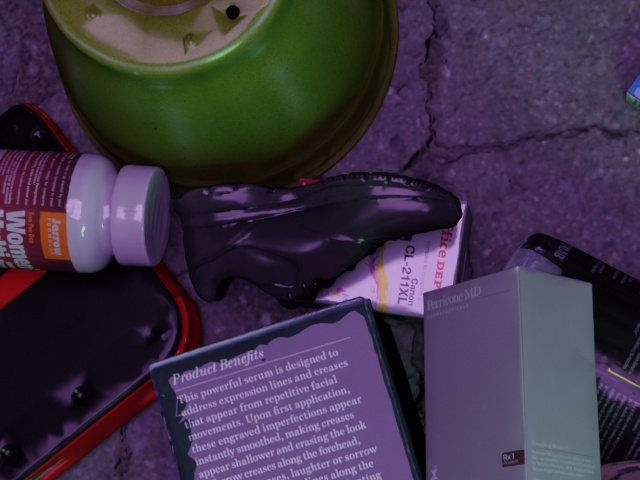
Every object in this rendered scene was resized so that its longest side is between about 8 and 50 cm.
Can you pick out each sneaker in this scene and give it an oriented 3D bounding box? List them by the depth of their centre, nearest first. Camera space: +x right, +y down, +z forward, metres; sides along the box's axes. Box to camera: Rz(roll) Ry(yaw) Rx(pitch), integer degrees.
[{"bbox_3d":[0.000,0.000,1.816,0.286,0.109,0.130,-6,87,17],"label":"sneaker"}]

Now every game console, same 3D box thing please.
[{"bbox_3d":[-0.353,0.094,1.940,0.386,0.060,0.342,-39,74,0],"label":"game console"}]

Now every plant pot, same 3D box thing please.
[{"bbox_3d":[-0.120,-0.241,1.799,0.367,0.353,0.366,-1,82,7],"label":"plant pot"}]

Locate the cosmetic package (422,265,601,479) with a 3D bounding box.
[{"bbox_3d":[0.164,0.151,1.596,0.127,0.107,0.238,-21,66,47],"label":"cosmetic package"}]

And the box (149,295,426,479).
[{"bbox_3d":[0.014,0.279,1.746,0.212,0.293,0.395,-17,81,4],"label":"box"}]

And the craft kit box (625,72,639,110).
[{"bbox_3d":[0.480,-0.173,1.872,0.247,0.061,0.250,37,88,12],"label":"craft kit box"}]

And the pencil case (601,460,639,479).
[{"bbox_3d":[0.270,0.394,1.680,0.184,0.160,0.410,26,121,24],"label":"pencil case"}]

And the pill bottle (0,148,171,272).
[{"bbox_3d":[-0.269,-0.029,1.858,0.221,0.121,0.121,3,83,11],"label":"pill bottle"}]

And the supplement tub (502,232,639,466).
[{"bbox_3d":[0.304,0.152,1.772,0.338,0.207,0.207,28,87,10],"label":"supplement tub"}]

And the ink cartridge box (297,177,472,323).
[{"bbox_3d":[0.059,0.012,1.886,0.175,0.072,0.127,8,83,8],"label":"ink cartridge box"}]
